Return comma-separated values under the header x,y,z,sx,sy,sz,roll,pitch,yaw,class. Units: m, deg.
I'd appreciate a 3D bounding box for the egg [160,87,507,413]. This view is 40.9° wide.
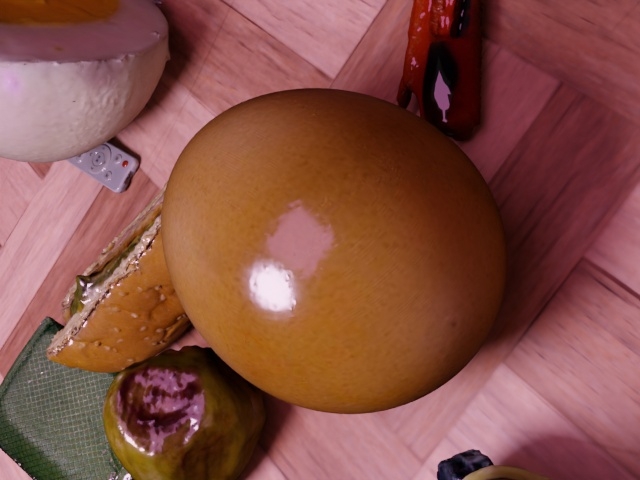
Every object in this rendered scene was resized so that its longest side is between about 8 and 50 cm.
x,y,z,sx,sy,sz,roll,pitch,yaw,class
0.000,0.000,0.702,0.322,0.250,0.250,32,97,42,egg

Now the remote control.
x,y,z,sx,sy,sz,roll,pitch,yaw,class
-0.296,-0.113,1.091,0.184,0.027,0.049,30,91,33,remote control

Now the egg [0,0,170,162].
x,y,z,sx,sy,sz,roll,pitch,yaw,class
-0.341,-0.193,1.007,0.337,0.337,0.200,40,133,36,egg

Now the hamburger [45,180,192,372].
x,y,z,sx,sy,sz,roll,pitch,yaw,class
-0.178,0.049,0.896,0.262,0.131,0.124,-42,22,26,hamburger

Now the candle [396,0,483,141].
x,y,z,sx,sy,sz,roll,pitch,yaw,class
0.123,-0.236,0.801,0.084,0.059,0.301,5,82,25,candle

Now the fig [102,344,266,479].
x,y,z,sx,sy,sz,roll,pitch,yaw,class
-0.127,0.182,0.831,0.144,0.154,0.165,12,116,23,fig

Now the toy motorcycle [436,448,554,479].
x,y,z,sx,sy,sz,roll,pitch,yaw,class
0.176,0.301,0.516,0.169,0.237,0.410,-27,61,-2,toy motorcycle

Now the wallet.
x,y,z,sx,sy,sz,roll,pitch,yaw,class
-0.274,0.206,0.969,0.236,0.055,0.160,28,92,32,wallet
